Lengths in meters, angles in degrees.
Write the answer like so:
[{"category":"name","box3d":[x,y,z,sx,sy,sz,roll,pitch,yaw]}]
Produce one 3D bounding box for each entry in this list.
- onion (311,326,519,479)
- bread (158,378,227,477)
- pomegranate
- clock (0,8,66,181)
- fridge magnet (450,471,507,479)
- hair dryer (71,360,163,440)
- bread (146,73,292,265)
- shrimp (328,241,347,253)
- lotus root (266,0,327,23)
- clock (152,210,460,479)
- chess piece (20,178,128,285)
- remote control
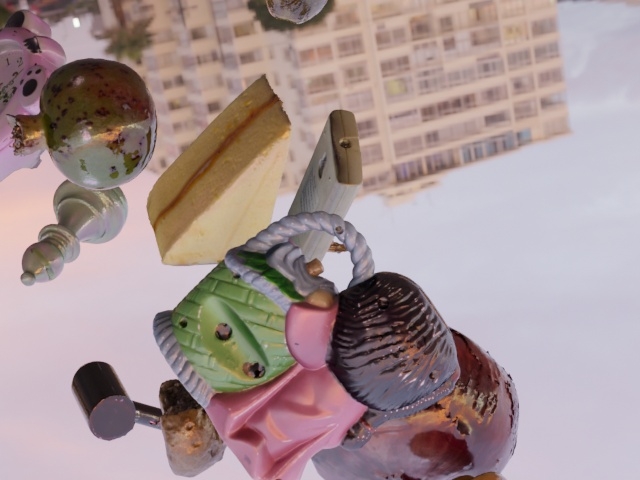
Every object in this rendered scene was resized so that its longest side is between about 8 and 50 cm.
[{"category":"onion","box3d":[0.094,0.180,1.056,0.252,0.252,0.219,-8,-133,9]},{"category":"bread","box3d":[-0.119,0.178,0.900,0.060,0.082,0.113,-12,-164,-10]},{"category":"pomegranate","box3d":[-0.214,-0.111,0.895,0.130,0.130,0.130,-10,-163,3]},{"category":"clock","box3d":[-0.462,-0.209,1.393,0.227,0.090,0.248,-35,-129,14]},{"category":"fridge magnet","box3d":[0.135,0.286,0.929,0.143,0.143,0.063,-25,-141,-38]},{"category":"hair dryer","box3d":[-0.244,0.252,1.411,0.248,0.071,0.114,22,-170,-36]},{"category":"bread","box3d":[-0.159,-0.107,1.429,0.163,0.264,0.168,-3,-140,-23]},{"category":"shrimp","box3d":[0.000,0.000,1.750,0.108,0.059,0.023,8,-130,-4]},{"category":"lotus root","box3d":[-0.015,-0.204,0.716,0.054,0.099,0.049,-14,-120,-18]},{"category":"clock","box3d":[-0.008,0.081,0.755,0.195,0.194,0.100,-33,-173,12]},{"category":"chess piece","box3d":[-0.447,-0.002,1.668,0.139,0.139,0.272,-5,-149,19]},{"category":"remote control","box3d":[0.001,-0.046,1.094,0.038,0.098,0.233,1,151,-14]}]
